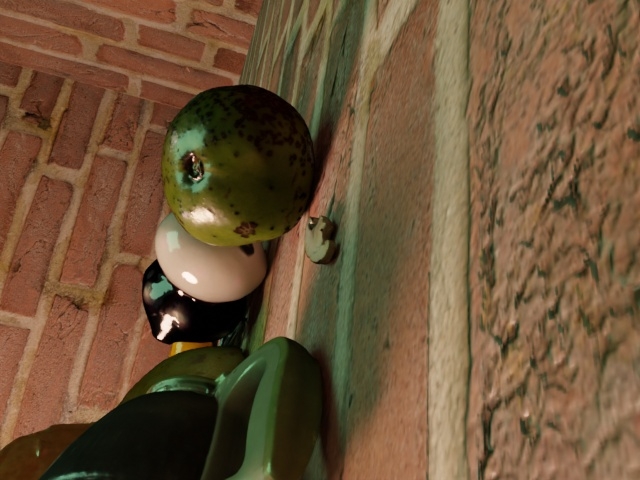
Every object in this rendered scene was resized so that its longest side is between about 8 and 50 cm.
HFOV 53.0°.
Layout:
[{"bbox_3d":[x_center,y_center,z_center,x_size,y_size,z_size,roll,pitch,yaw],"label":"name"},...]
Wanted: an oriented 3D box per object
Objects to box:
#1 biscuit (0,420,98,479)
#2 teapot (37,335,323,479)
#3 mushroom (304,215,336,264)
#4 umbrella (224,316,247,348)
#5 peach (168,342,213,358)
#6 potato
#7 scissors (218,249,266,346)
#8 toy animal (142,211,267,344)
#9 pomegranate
[{"bbox_3d":[-0.386,0.478,1.070,0.385,0.364,0.062,60,141,30],"label":"biscuit"},{"bbox_3d":[-0.142,0.221,0.623,0.239,0.239,0.322,-73,-1,-56],"label":"teapot"},{"bbox_3d":[0.000,0.000,0.683,0.101,0.019,0.049,-117,41,-66],"label":"mushroom"},{"bbox_3d":[-0.148,0.167,1.134,0.031,0.020,0.083,46,117,33],"label":"umbrella"},{"bbox_3d":[-0.314,0.278,1.553,0.179,0.103,0.179,-163,90,-78],"label":"peach"},{"bbox_3d":[-0.258,0.308,1.056,0.280,0.212,0.331,-123,49,-72],"label":"potato"},{"bbox_3d":[-0.147,0.130,1.171,0.109,0.022,0.300,-100,26,-50],"label":"scissors"},{"bbox_3d":[-0.186,0.042,1.037,0.235,0.187,0.165,-64,-3,33],"label":"toy animal"},{"bbox_3d":[-0.089,-0.104,0.858,0.247,0.214,0.214,-27,-38,-56],"label":"pomegranate"}]
